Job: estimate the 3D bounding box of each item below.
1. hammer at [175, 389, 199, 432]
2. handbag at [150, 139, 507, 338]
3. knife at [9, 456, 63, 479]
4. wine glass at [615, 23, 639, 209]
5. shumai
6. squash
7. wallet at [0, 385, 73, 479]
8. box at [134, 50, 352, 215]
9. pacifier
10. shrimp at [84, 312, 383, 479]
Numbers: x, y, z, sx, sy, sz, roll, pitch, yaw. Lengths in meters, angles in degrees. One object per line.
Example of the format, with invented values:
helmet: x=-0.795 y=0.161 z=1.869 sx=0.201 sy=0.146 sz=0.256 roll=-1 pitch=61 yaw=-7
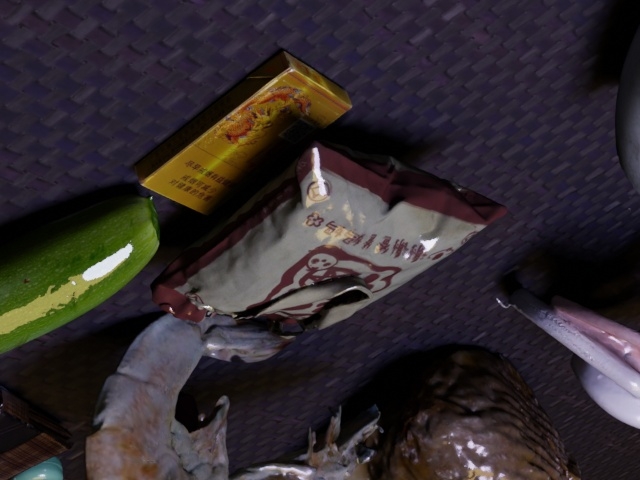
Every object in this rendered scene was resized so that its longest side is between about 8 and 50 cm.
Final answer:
hammer: x=-0.109 y=0.298 z=1.485 sx=0.095 sy=0.242 sz=0.409 roll=-25 pitch=167 yaw=0
handbag: x=0.000 y=0.000 z=1.130 sx=0.213 sy=0.127 sz=0.235 roll=11 pitch=148 yaw=-42
knife: x=-0.363 y=0.293 z=1.441 sx=0.063 sy=0.035 sz=0.260 roll=18 pitch=134 yaw=-43
wine glass: x=0.331 y=-0.164 z=1.037 sx=0.190 sy=0.190 sz=0.357 roll=-17 pitch=144 yaw=-10
shumai: x=0.134 y=0.282 z=1.569 sx=0.283 sy=0.217 sz=0.346 roll=-32 pitch=151 yaw=13
squash: x=-0.255 y=0.047 z=1.067 sx=0.292 sy=0.082 sz=0.082 roll=-23 pitch=150 yaw=0
wallet: x=-0.333 y=0.177 z=1.262 sx=0.124 sy=0.042 sz=0.230 roll=-25 pitch=148 yaw=9
box: x=-0.059 y=-0.080 z=1.058 sx=0.156 sy=0.022 sz=0.089 roll=-37 pitch=149 yaw=22
pacifier: x=0.355 y=0.092 z=1.418 sx=0.273 sy=0.220 sz=0.332 roll=-29 pitch=173 yaw=7
shrimp: x=-0.070 y=0.179 z=1.276 sx=0.360 sy=0.247 sz=0.085 roll=-7 pitch=171 yaw=-44
